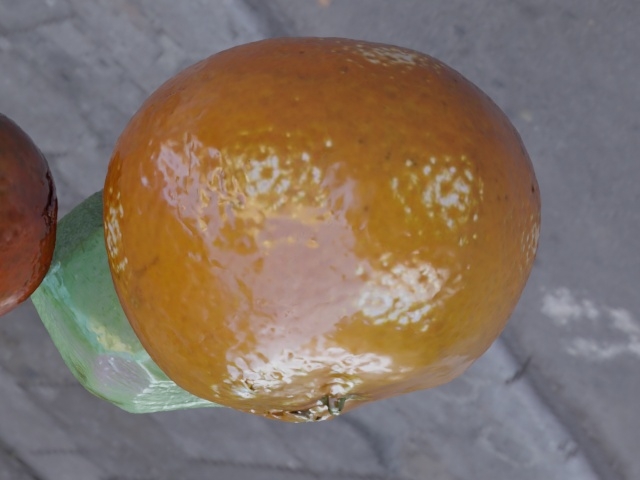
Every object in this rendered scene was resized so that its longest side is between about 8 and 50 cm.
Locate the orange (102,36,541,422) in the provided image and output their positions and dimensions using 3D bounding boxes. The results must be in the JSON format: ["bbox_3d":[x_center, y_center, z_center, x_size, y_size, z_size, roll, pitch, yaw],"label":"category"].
[{"bbox_3d":[0.000,0.000,1.345,0.424,0.326,0.424,0,162,0],"label":"orange"}]

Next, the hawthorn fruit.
[{"bbox_3d":[-0.440,-0.007,1.529,0.276,0.307,0.276,13,124,21],"label":"hawthorn fruit"}]

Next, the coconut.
[{"bbox_3d":[-0.200,0.085,1.831,0.328,0.281,0.328,47,179,1],"label":"coconut"}]
